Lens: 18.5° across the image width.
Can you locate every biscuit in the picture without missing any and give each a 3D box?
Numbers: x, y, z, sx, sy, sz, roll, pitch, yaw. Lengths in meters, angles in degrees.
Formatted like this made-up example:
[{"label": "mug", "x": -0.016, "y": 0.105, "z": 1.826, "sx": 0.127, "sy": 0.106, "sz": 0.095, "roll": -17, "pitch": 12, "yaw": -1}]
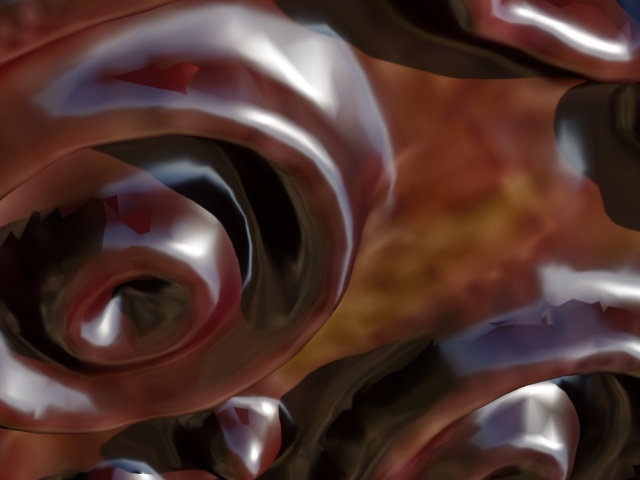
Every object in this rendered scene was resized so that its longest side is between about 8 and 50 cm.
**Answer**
[{"label": "biscuit", "x": 0.000, "y": 0.000, "z": 0.415, "sx": 0.407, "sy": 0.407, "sz": 0.091, "roll": 41, "pitch": 22, "yaw": -41}]
